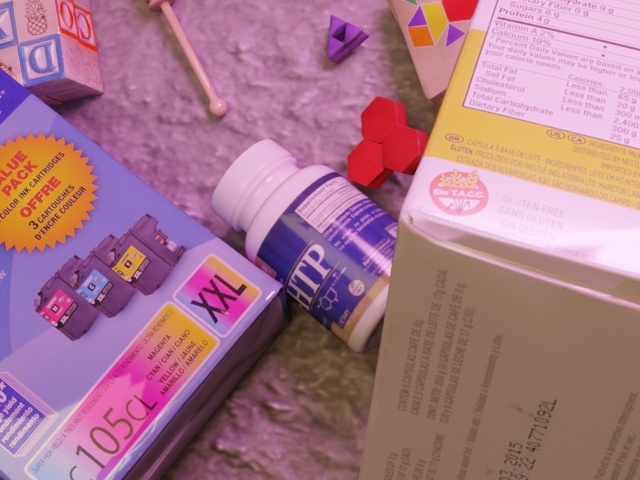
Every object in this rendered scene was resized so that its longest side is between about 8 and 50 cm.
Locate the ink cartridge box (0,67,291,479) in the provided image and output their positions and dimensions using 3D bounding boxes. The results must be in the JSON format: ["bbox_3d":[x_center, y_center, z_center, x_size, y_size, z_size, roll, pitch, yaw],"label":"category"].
[{"bbox_3d":[-0.263,0.039,1.080,0.395,0.151,0.270,36,75,12],"label":"ink cartridge box"}]

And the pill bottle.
[{"bbox_3d":[0.000,0.000,1.079,0.187,0.112,0.112,40,97,15],"label":"pill bottle"}]

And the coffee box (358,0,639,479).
[{"bbox_3d":[0.231,0.028,0.815,0.338,0.337,0.334,15,48,7],"label":"coffee box"}]

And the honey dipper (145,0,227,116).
[{"bbox_3d":[-0.128,-0.188,1.172,0.030,0.030,0.160,-31,82,11],"label":"honey dipper"}]

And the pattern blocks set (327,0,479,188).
[{"bbox_3d":[0.135,-0.210,1.039,0.325,0.026,0.285,-24,64,35],"label":"pattern blocks set"}]

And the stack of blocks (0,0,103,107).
[{"bbox_3d":[-0.373,-0.197,1.207,0.297,0.087,0.171,-12,83,14],"label":"stack of blocks"}]
